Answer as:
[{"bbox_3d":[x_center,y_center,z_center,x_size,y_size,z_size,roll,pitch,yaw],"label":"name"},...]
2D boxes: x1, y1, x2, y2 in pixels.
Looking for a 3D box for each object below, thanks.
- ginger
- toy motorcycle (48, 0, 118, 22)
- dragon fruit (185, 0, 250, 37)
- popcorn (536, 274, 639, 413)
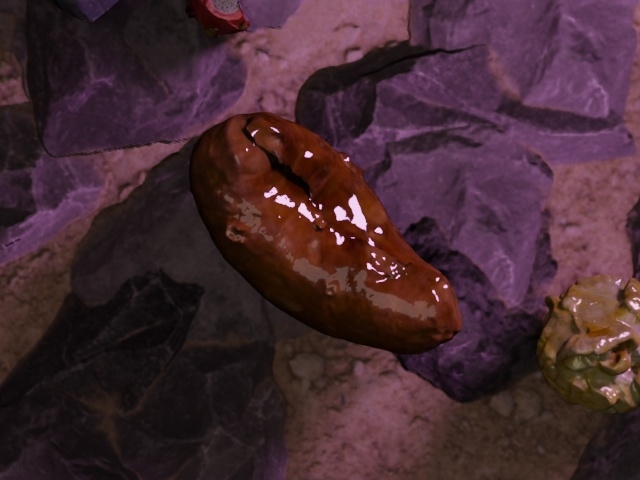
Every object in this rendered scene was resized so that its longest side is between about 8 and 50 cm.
[{"bbox_3d":[0.000,0.000,1.387,0.321,0.172,0.165,39,66,-7],"label":"ginger"},{"bbox_3d":[-0.169,-0.320,1.345,0.274,0.125,0.187,-41,65,-2],"label":"toy motorcycle"},{"bbox_3d":[-0.111,-0.247,1.396,0.060,0.056,0.083,-17,100,10],"label":"dragon fruit"},{"bbox_3d":[0.286,0.106,1.384,0.135,0.162,0.141,-19,70,50],"label":"popcorn"}]
